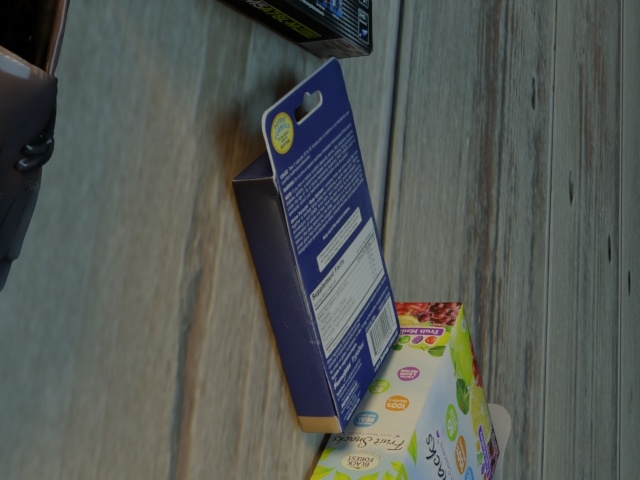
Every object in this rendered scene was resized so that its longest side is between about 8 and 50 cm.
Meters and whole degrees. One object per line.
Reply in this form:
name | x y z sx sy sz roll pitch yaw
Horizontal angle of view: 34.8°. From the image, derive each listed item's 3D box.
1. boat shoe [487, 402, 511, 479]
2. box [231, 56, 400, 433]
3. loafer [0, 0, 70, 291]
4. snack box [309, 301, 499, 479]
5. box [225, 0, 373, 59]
boat shoe | 0.149 0.219 0.981 0.142 0.049 0.040 -58 176 -43
box | 0.000 0.000 0.699 0.136 0.037 0.225 -50 132 -56
loafer | -0.134 -0.081 0.358 0.109 0.095 0.302 27 63 -63
snack box | 0.076 0.178 0.801 0.207 0.070 0.174 -59 139 -47
box | -0.018 -0.232 0.679 0.191 0.045 0.184 13 78 -64
